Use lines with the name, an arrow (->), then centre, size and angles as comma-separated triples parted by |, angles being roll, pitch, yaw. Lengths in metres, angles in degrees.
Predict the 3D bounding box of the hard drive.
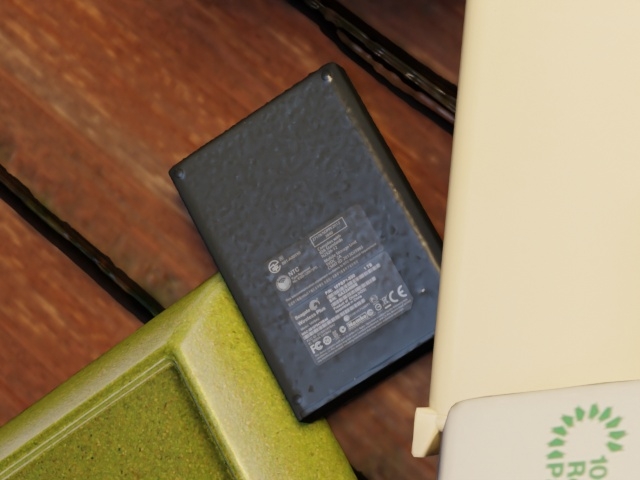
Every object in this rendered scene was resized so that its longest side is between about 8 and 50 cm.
hard drive -> 0.000, 0.000, 0.798 | 0.094, 0.022, 0.135 | -33, 73, 13

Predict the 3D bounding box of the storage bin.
storage bin -> 0.133, -0.052, 0.612 | 0.123, 0.260, 0.262 | 4, 88, 19

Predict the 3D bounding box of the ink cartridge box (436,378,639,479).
ink cartridge box -> 0.164, 0.161, 0.318 | 0.330, 0.071, 0.324 | -9, 50, 25

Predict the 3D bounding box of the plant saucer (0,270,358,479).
plant saucer -> -0.076, 0.135, 0.817 | 0.188, 0.045, 0.188 | -35, 71, 19
